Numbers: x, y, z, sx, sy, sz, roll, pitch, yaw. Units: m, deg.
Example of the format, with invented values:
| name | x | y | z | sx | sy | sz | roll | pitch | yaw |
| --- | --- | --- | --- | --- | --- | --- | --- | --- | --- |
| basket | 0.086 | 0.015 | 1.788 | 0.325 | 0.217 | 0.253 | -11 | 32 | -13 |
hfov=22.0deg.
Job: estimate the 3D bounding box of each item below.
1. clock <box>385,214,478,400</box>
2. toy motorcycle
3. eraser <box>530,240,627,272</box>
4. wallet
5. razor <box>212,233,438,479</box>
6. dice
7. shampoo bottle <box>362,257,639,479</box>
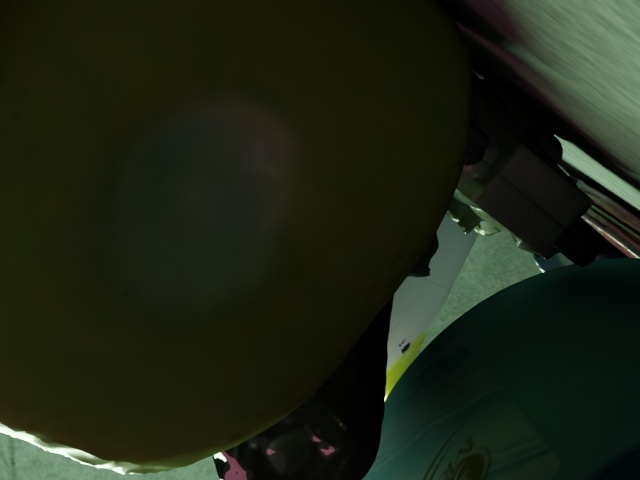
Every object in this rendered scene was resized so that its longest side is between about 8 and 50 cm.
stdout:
| name | x | y | z | sx | sy | sz | roll | pitch | yaw |
| --- | --- | --- | --- | --- | --- | --- | --- | --- | --- |
| clock | -0.051 | -0.071 | 1.291 | 0.377 | 0.250 | 0.368 | 30 | -175 | 0 |
| toy motorcycle | 0.065 | -0.060 | 0.867 | 0.152 | 0.073 | 0.225 | 45 | -172 | 34 |
| eraser | 0.192 | 0.007 | 1.180 | 0.082 | 0.036 | 0.225 | 60 | -163 | 24 |
| wallet | 0.254 | 0.029 | 1.127 | 0.119 | 0.025 | 0.232 | 39 | -175 | 38 |
| razor | -0.004 | 0.000 | 0.947 | 0.107 | 0.189 | 0.327 | -2 | -154 | 13 |
| dice | -0.099 | -0.062 | 0.696 | 0.227 | 0.238 | 0.233 | 32 | -175 | -43 |
| shampoo bottle | 0.196 | 0.197 | 0.828 | 0.331 | 0.331 | 0.342 | 35 | -174 | -13 |
